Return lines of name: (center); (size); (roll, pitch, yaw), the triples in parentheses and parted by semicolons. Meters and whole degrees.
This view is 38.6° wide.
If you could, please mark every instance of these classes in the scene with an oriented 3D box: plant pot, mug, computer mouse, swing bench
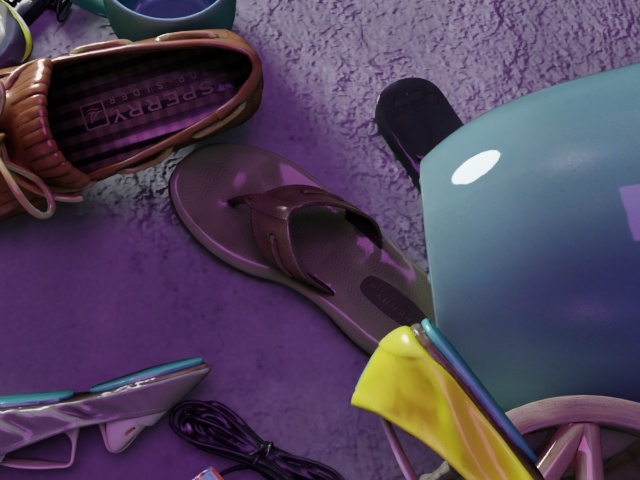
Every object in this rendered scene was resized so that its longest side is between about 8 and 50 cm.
plant pot: (0.201, 0.013, 0.697); (0.235, 0.293, 0.293); (-7, 66, 8)
mug: (-0.159, -0.246, 0.908); (0.157, 0.097, 0.129); (34, 68, 11)
computer mouse: (-0.087, 0.266, 0.710); (0.184, 0.060, 0.262); (23, 55, 10)
swing bench: (0.118, 0.242, 0.627); (0.165, 0.253, 0.255); (20, 66, 5)

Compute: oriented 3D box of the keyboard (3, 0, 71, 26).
keyboard: (-0.275, -0.299, 0.955); (0.100, 0.038, 0.192); (31, 68, 9)

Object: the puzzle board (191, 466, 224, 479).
puzzle board: (-0.080, 0.243, 0.683); (0.096, 0.011, 0.128); (-34, 64, -27)

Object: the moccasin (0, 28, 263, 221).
moccasin: (-0.231, -0.092, 0.791); (0.379, 0.147, 0.139); (-13, 95, -7)

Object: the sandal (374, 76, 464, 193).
sandal: (0.139, -0.057, 0.870); (0.097, 0.054, 0.254); (-34, 73, -18)

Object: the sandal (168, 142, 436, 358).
sandal: (0.002, 0.000, 0.817); (0.302, 0.086, 0.120); (33, 67, 10)

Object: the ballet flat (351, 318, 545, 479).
ballet flat: (0.104, 0.146, 0.499); (0.077, 0.077, 0.231); (-44, 72, 2)

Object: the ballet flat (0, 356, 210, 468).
ballet flat: (-0.192, 0.148, 0.754); (0.213, 0.072, 0.068); (-11, 89, -7)

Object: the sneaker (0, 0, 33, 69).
sneaker: (-0.394, -0.254, 0.872); (0.300, 0.121, 0.111); (42, 81, 15)
